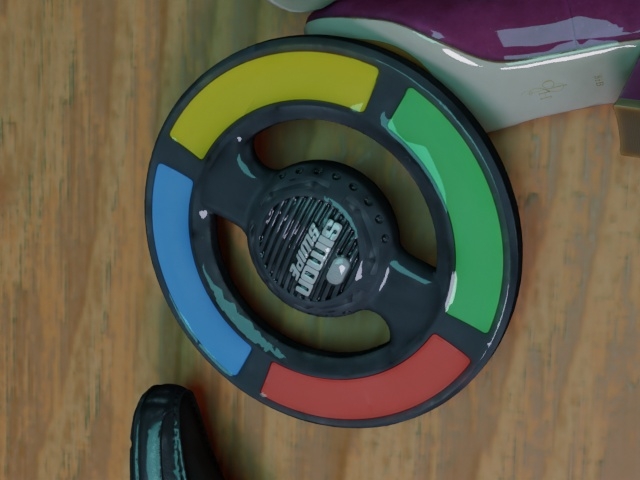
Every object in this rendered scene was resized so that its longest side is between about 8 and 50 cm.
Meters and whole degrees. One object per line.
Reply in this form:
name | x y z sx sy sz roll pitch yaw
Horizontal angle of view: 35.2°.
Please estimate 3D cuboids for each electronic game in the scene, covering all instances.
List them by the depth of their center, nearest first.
electronic game | 0.000 0.000 0.569 0.229 0.048 0.229 8 110 22

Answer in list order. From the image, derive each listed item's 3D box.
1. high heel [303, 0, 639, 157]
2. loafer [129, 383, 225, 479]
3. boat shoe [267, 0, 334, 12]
high heel | 0.113 -0.119 0.544 0.244 0.082 0.117 14 61 32
loafer | -0.059 0.192 0.618 0.078 0.076 0.223 -12 96 14
boat shoe | -0.022 -0.297 0.539 0.113 0.127 0.340 16 110 46
